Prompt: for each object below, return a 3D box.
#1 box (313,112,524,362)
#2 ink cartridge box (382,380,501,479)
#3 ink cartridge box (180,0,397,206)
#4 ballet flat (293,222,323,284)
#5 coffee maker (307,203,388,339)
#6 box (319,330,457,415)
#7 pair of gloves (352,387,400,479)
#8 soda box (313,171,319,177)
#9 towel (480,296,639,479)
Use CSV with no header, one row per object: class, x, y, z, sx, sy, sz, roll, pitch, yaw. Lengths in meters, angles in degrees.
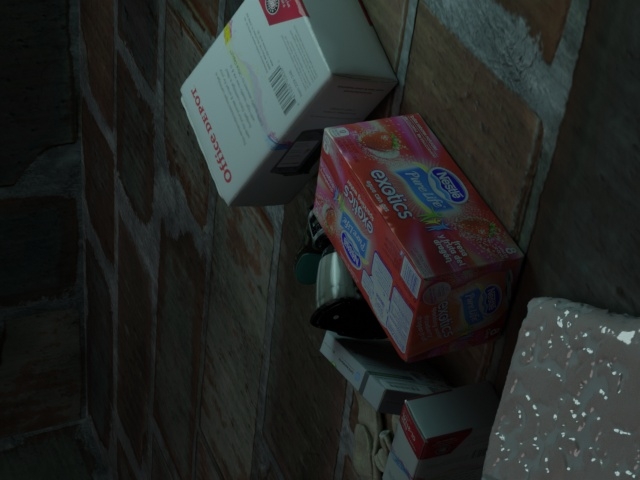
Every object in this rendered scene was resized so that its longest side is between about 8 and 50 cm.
box,0.116,-0.009,1.672,0.300,0.142,0.154,-121,29,-42
ink cartridge box,0.162,0.276,1.717,0.175,0.127,0.072,102,150,-44
ink cartridge box,-0.053,-0.224,1.889,0.306,0.131,0.226,-47,56,43
ballet flat,0.000,0.000,2.094,0.188,0.070,0.070,115,138,-54
coffee maker,0.062,0.042,1.844,0.120,0.171,0.178,-22,54,31
box,0.101,0.186,1.801,0.186,0.145,0.038,43,116,56
pair of gloves,0.102,0.330,2.013,0.240,0.042,0.204,-150,52,-63
soda box,-0.016,-0.159,2.038,0.181,0.058,0.061,122,133,-61
towel,0.273,0.225,1.358,0.332,0.053,0.316,13,85,65
